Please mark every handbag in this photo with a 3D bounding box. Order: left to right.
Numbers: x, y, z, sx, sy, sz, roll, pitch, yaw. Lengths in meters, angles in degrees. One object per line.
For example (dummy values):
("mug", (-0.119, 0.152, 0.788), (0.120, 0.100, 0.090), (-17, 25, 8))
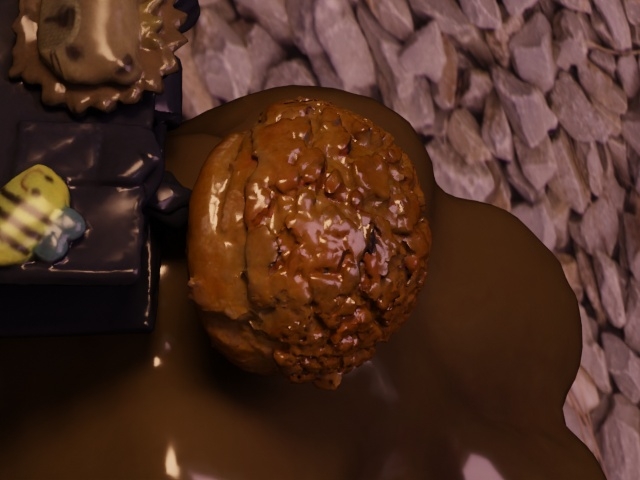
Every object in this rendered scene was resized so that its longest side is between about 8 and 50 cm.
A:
("handbag", (-0.227, -0.100, 1.059), (0.122, 0.329, 0.303), (86, 5, -65))

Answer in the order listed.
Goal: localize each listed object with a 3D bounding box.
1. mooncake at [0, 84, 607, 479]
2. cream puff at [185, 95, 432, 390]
("mooncake", (-0.025, 0.123, 1.236), (0.467, 0.262, 0.467), (21, 58, -39))
("cream puff", (0.000, 0.000, 1.032), (0.150, 0.115, 0.165), (13, 77, -55))
